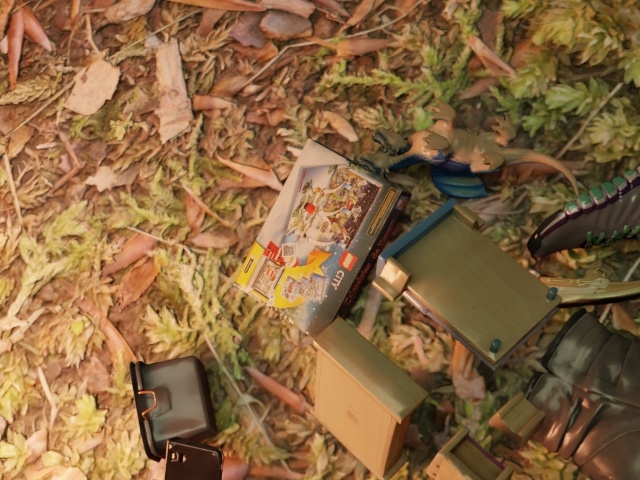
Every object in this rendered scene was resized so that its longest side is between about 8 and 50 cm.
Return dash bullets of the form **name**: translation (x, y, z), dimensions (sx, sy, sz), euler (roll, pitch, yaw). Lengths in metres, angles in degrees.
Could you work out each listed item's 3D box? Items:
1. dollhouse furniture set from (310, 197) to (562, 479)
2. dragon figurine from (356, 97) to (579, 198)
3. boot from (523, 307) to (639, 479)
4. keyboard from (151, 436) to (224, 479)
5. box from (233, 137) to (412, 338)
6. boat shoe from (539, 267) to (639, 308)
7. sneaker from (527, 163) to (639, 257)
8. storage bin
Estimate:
- **dollhouse furniture set**: translation (0.175, 0.152, 1.060), dimensions (0.303, 0.198, 0.286), euler (-39, 64, -24)
- **dragon figurine**: translation (0.197, -0.111, 1.153), dimensions (0.289, 0.144, 0.085), euler (13, 73, 1)
- **boot**: translation (0.390, 0.139, 0.997), dimensions (0.222, 0.118, 0.338), euler (37, 81, 30)
- **keyboard**: translation (-0.183, 0.348, 1.116), dimensions (0.108, 0.023, 0.180), euler (9, 96, 14)
- **box**: translation (0.000, 0.000, 1.167), dimensions (0.159, 0.044, 0.233), euler (32, 99, 23)
- **boat shoe**: translation (0.340, 0.057, 1.070), dimensions (0.135, 0.050, 0.045), euler (-7, 75, 15)
- **sneaker**: translation (0.374, -0.022, 1.072), dimensions (0.223, 0.083, 0.098), euler (-31, 71, 4)
- **storage bin**: translation (-0.199, 0.220, 1.164), dimensions (0.091, 0.098, 0.135), euler (-16, 67, 0)
